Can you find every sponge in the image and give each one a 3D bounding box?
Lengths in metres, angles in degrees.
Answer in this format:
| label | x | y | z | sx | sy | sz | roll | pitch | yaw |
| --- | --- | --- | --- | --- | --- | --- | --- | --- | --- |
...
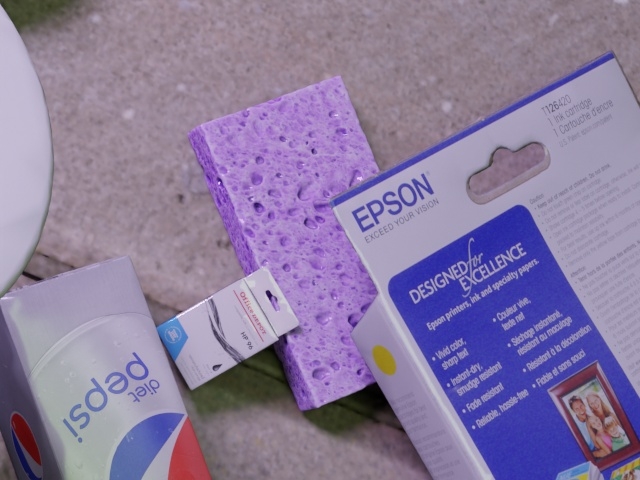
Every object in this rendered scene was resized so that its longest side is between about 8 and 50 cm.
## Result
| label | x | y | z | sx | sy | sz | roll | pitch | yaw |
| --- | --- | --- | --- | --- | --- | --- | --- | --- | --- |
| sponge | 0.000 | 0.000 | 1.193 | 0.117 | 0.031 | 0.210 | -20 | 86 | -27 |

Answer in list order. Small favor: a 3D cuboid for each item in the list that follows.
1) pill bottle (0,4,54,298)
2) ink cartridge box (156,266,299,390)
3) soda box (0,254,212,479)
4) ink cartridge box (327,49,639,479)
| label | x | y | z | sx | sy | sz | roll | pitch | yaw |
| --- | --- | --- | --- | --- | --- | --- | --- | --- | --- |
| pill bottle | -0.317 | -0.004 | 0.822 | 0.224 | 0.392 | 0.224 | 19 | 63 | -41 |
| ink cartridge box | -0.060 | 0.056 | 1.135 | 0.083 | 0.028 | 0.048 | -31 | 90 | -2 |
| soda box | -0.121 | 0.161 | 1.060 | 0.091 | 0.098 | 0.286 | -18 | 84 | -27 |
| ink cartridge box | 0.171 | 0.058 | 1.218 | 0.303 | 0.072 | 0.307 | -28 | 87 | -36 |
